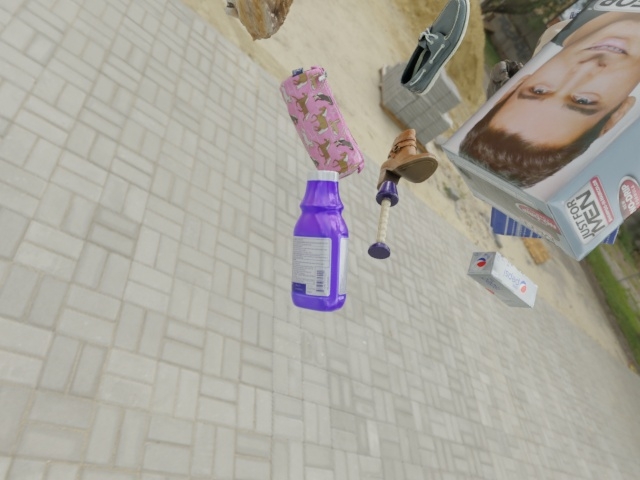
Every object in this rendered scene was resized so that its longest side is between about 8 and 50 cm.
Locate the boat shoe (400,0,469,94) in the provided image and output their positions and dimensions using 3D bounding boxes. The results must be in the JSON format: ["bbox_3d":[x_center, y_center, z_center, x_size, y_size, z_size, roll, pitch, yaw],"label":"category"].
[{"bbox_3d":[0.359,-0.621,1.431,0.098,0.320,0.116,1,44,-29],"label":"boat shoe"}]

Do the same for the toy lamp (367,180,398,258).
[{"bbox_3d":[0.204,-0.073,1.421,0.080,0.080,0.275,33,53,-31],"label":"toy lamp"}]

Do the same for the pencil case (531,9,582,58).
[{"bbox_3d":[0.478,-0.267,0.880,0.159,0.183,0.411,37,63,-19],"label":"pencil case"}]

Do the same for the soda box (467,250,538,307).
[{"bbox_3d":[0.644,0.142,1.576,0.286,0.098,0.091,33,69,-30],"label":"soda box"}]

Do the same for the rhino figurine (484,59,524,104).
[{"bbox_3d":[0.453,-0.335,1.135,0.072,0.244,0.106,-1,40,-2],"label":"rhino figurine"}]

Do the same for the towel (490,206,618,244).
[{"bbox_3d":[0.670,-0.110,1.276,0.040,0.335,0.244,-55,145,-50],"label":"towel"}]

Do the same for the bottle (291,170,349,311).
[{"bbox_3d":[0.000,0.000,0.926,0.092,0.118,0.283,-2,94,-55],"label":"bottle"}]

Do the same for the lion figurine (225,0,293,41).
[{"bbox_3d":[-0.075,-0.629,0.923,0.393,0.142,0.240,-60,155,-15],"label":"lion figurine"}]

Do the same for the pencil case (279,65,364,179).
[{"bbox_3d":[0.009,-0.384,1.506,0.160,0.167,0.387,-28,98,-20],"label":"pencil case"}]

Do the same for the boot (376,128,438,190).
[{"bbox_3d":[0.315,-0.296,1.557,0.108,0.283,0.220,28,64,-15],"label":"boot"}]

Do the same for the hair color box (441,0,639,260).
[{"bbox_3d":[0.348,-0.177,0.510,0.113,0.374,0.185,41,7,-35],"label":"hair color box"}]
